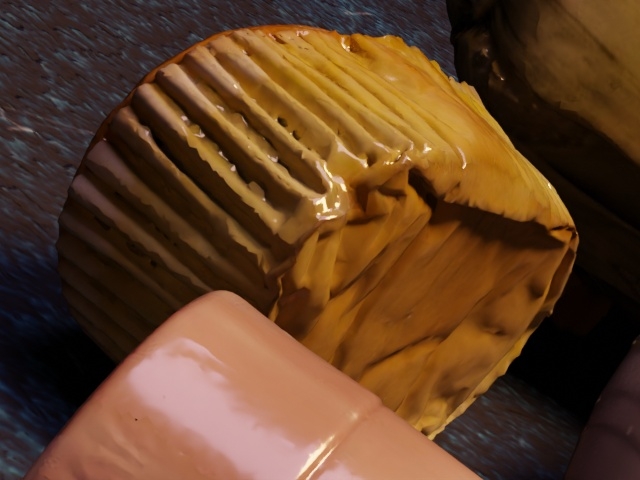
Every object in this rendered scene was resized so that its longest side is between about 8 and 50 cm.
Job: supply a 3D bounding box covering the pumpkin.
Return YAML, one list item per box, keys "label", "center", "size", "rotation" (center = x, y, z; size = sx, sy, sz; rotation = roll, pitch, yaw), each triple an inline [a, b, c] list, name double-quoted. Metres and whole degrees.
- label: "pumpkin"
  center: [0.140, 0.020, 1.177]
  size: [0.083, 0.054, 0.074]
  rotation: [30, 26, -57]

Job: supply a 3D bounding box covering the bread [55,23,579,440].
- label: "bread"
  center: [0.000, 0.000, 0.820]
  size: [0.133, 0.179, 0.250]
  rotation: [40, 20, 29]

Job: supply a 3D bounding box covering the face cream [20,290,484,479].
- label: "face cream"
  center: [-0.032, 0.103, 0.567]
  size: [0.104, 0.149, 0.149]
  rotation: [36, 20, 9]

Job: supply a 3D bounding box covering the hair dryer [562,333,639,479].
- label: "hair dryer"
  center: [0.303, 0.135, 0.968]
  size: [0.361, 0.301, 0.121]
  rotation: [52, -17, -25]

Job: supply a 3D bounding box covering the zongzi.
- label: "zongzi"
  center: [0.259, 0.020, 1.012]
  size: [0.500, 0.218, 0.467]
  rotation: [30, 26, -52]
